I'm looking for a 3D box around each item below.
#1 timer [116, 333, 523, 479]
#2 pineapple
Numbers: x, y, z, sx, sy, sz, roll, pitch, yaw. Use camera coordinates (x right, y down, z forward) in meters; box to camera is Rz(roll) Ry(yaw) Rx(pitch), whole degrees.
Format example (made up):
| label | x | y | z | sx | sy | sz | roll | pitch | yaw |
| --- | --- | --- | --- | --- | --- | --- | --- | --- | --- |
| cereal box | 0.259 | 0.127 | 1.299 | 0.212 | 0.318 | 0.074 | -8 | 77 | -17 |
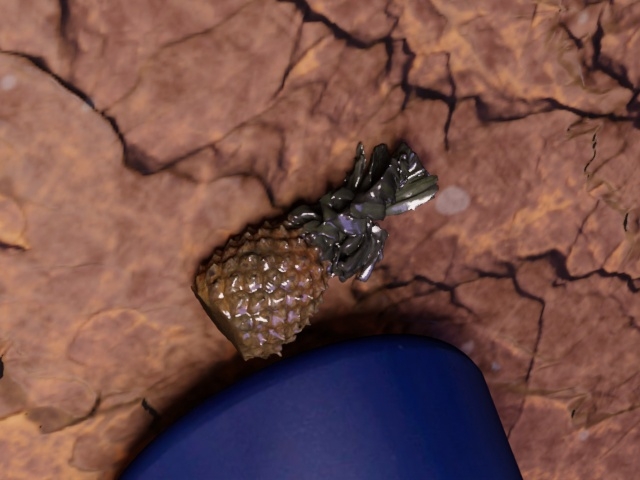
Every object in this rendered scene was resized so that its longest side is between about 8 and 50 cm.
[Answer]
| label | x | y | z | sx | sy | sz | roll | pitch | yaw |
| --- | --- | --- | --- | --- | --- | --- | --- | --- | --- |
| timer | 0.055 | 0.276 | 1.074 | 0.270 | 0.383 | 0.270 | -21 | 149 | -13 |
| pineapple | 0.000 | 0.000 | 1.078 | 0.159 | 0.074 | 0.074 | -38 | 137 | -11 |
